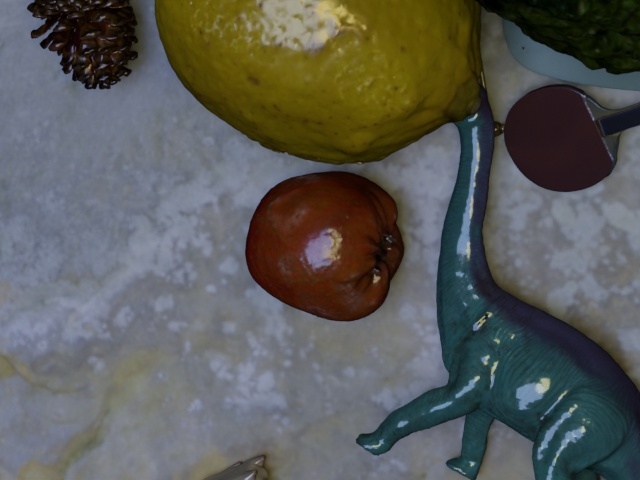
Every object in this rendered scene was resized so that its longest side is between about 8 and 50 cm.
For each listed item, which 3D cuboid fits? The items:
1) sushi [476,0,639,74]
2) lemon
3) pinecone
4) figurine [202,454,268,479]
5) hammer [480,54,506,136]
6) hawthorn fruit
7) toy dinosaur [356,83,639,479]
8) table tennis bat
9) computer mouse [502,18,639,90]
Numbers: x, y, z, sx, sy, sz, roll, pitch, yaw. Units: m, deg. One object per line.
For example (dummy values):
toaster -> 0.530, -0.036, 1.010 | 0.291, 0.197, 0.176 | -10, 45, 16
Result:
sushi -> 0.209, -0.314, 1.378 | 0.178, 0.294, 0.352 | 25, 91, -27
lemon -> 0.004, -0.190, 1.535 | 0.310, 0.253, 0.253 | 30, 110, 13
pinecone -> -0.211, -0.193, 1.708 | 0.102, 0.102, 0.109 | -30, 99, 25
figurine -> -0.077, 0.241, 1.761 | 0.083, 0.047, 0.050 | -24, 100, 30
hammer -> 0.138, -0.149, 1.611 | 0.029, 0.014, 0.123 | -8, 94, 18
hawthorn fruit -> 0.000, 0.000, 1.637 | 0.138, 0.133, 0.132 | 5, 101, 29
toy dinosaur -> 0.215, 0.085, 1.579 | 0.383, 0.129, 0.330 | 26, 102, 14
table tennis bat -> 0.221, -0.091, 1.560 | 0.158, 0.014, 0.095 | -17, 103, 42
computer mouse -> 0.276, -0.197, 1.496 | 0.288, 0.097, 0.159 | 7, 104, 22
